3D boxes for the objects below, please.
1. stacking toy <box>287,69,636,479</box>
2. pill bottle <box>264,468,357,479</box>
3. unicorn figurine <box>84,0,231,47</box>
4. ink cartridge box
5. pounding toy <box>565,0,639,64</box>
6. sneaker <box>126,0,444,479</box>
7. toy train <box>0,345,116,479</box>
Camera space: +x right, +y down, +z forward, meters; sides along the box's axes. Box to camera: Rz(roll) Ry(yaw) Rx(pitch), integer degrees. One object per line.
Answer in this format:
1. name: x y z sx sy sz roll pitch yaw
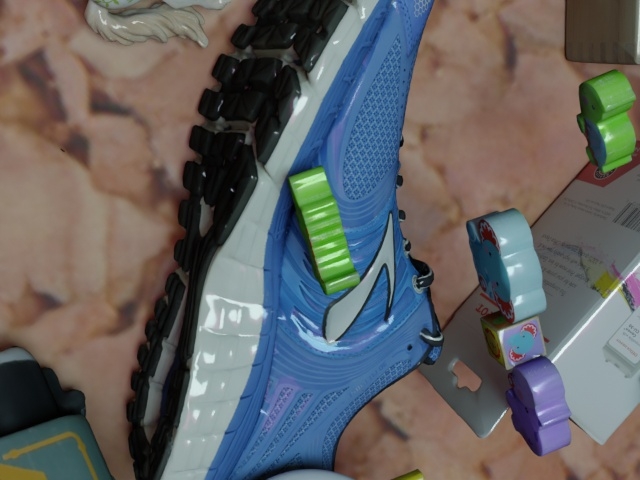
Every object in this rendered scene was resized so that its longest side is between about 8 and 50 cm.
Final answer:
1. stacking toy: 0.097 0.045 0.436 0.167 0.052 0.221 -21 107 -8
2. pill bottle: -0.013 0.208 0.503 0.103 0.103 0.184 -5 144 -12
3. unicorn figurine: -0.102 -0.177 0.458 0.111 0.060 0.162 -7 103 -12
4. ink cartridge box: 0.158 0.038 0.539 0.067 0.115 0.198 41 92 -19
5. pounding toy: 0.260 -0.146 0.533 0.206 0.094 0.181 -5 103 -12
6. sneaker: 0.000 0.000 0.503 0.147 0.130 0.330 11 106 -26
7. toy train: -0.154 0.208 0.432 0.190 0.142 0.334 -14 68 -44
